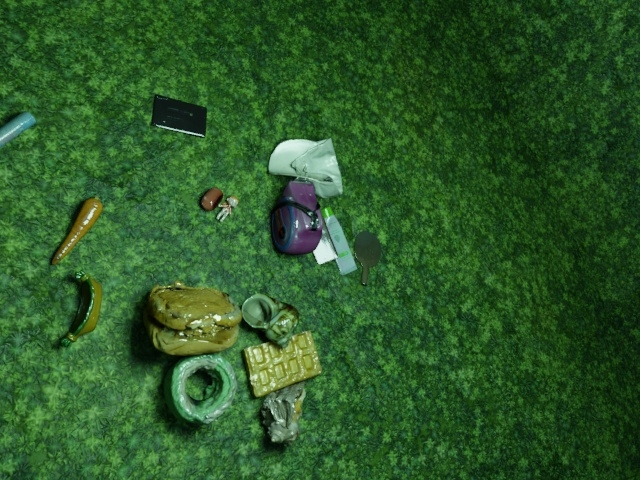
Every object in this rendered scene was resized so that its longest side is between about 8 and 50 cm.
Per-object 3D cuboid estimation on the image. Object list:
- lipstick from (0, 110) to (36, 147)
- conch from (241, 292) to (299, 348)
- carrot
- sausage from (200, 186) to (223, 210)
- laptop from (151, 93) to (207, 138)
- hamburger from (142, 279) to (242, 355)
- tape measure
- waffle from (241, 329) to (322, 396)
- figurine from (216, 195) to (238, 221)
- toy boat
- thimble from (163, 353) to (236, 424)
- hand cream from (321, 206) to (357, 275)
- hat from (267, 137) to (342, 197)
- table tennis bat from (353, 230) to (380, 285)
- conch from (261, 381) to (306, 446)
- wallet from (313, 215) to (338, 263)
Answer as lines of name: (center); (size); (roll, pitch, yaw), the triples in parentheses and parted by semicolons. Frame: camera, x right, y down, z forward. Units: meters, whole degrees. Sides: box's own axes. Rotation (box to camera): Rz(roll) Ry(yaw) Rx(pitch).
lipstick: (-0.956, -0.336, 1.621); (0.048, 0.048, 0.158); (44, 59, -11)
conch: (-0.166, 0.278, 1.812); (0.187, 0.124, 0.181); (-15, 45, -14)
carrot: (-0.753, -0.032, 1.636); (0.061, 0.061, 0.257); (31, 64, -18)
sausage: (-0.388, -0.147, 1.877); (0.054, 0.059, 0.094); (30, 61, 6)
laptop: (-0.513, -0.457, 1.931); (0.197, 0.016, 0.135); (9, 69, -27)
hamburger: (-0.397, 0.242, 1.646); (0.318, 0.318, 0.158); (4, 109, -28)
tape measure: (-0.077, -0.070, 1.919); (0.149, 0.245, 0.232); (0, 58, -31)
waffle: (-0.135, 0.425, 1.839); (0.274, 0.057, 0.168); (-12, 81, -32)
figurine: (-0.339, -0.116, 1.903); (0.064, 0.047, 0.109); (43, 67, -26)
toy boat: (-0.708, 0.204, 1.565); (0.088, 0.088, 0.230); (17, 69, -39)
thimble: (-0.375, 0.460, 1.637); (0.218, 0.150, 0.219); (10, 69, -27)
hand cream: (0.065, 0.001, 2.102); (0.079, 0.050, 0.275); (-21, 90, -6)
hat: (-0.056, -0.266, 2.070); (0.301, 0.168, 0.258); (3, 48, -5)
table tennis bat: (0.188, 0.072, 2.160); (0.131, 0.022, 0.235); (20, 63, -24)
conch: (-0.108, 0.561, 1.752); (0.163, 0.178, 0.245); (43, 35, -1)
wallet: (0.000, 0.000, 2.059); (0.095, 0.026, 0.176); (-21, 87, -13)
